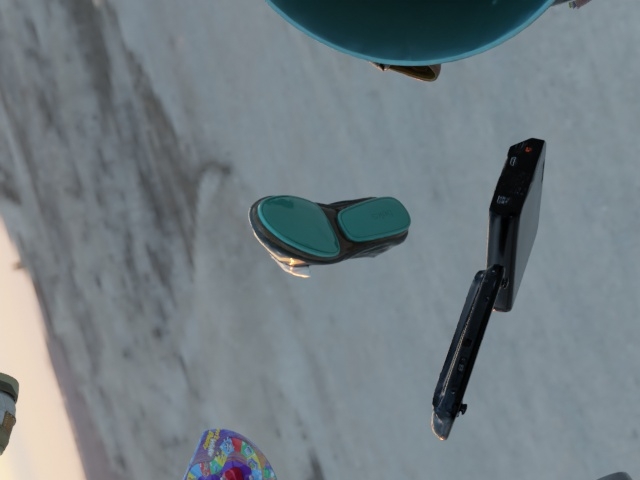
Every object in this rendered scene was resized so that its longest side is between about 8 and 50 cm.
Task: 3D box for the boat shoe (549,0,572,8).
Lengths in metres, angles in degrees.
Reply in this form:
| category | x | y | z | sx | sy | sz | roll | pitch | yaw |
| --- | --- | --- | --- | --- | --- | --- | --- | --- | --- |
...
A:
| category | x | y | z | sx | sy | sz | roll | pitch | yaw |
| --- | --- | --- | --- | --- | --- | --- | --- | --- | --- |
| boat shoe | 0.127 | -0.271 | 1.406 | 0.095 | 0.335 | 0.112 | 97 | 172 | -85 |

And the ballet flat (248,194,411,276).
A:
| category | x | y | z | sx | sy | sz | roll | pitch | yaw |
| --- | --- | --- | --- | --- | --- | --- | --- | --- | --- |
| ballet flat | 0.000 | 0.000 | 1.898 | 0.096 | 0.280 | 0.095 | -42 | 63 | 36 |

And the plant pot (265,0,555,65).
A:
| category | x | y | z | sx | sy | sz | roll | pitch | yaw |
| --- | --- | --- | --- | --- | --- | --- | --- | --- | --- |
| plant pot | 0.087 | -0.311 | 1.174 | 0.235 | 0.293 | 0.293 | -56 | -41 | -59 |

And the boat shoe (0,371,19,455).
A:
| category | x | y | z | sx | sy | sz | roll | pitch | yaw |
| --- | --- | --- | --- | --- | --- | --- | --- | --- | --- |
| boat shoe | -0.529 | 0.203 | 1.923 | 0.113 | 0.302 | 0.103 | 133 | 143 | -51 |

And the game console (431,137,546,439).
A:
| category | x | y | z | sx | sy | sz | roll | pitch | yaw |
| --- | --- | --- | --- | --- | --- | --- | --- | --- | --- |
| game console | 0.195 | 0.067 | 1.758 | 0.213 | 0.044 | 0.361 | 83 | -154 | -57 |

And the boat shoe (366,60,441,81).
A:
| category | x | y | z | sx | sy | sz | roll | pitch | yaw |
| --- | --- | --- | --- | --- | --- | --- | --- | --- | --- |
| boat shoe | 0.083 | -0.252 | 1.954 | 0.064 | 0.178 | 0.060 | -45 | 38 | 43 |

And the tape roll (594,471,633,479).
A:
| category | x | y | z | sx | sy | sz | roll | pitch | yaw |
| --- | --- | --- | --- | --- | --- | --- | --- | --- | --- |
| tape roll | 0.264 | 0.343 | 1.645 | 0.072 | 0.219 | 0.219 | 54 | 162 | 24 |

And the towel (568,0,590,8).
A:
| category | x | y | z | sx | sy | sz | roll | pitch | yaw |
| --- | --- | --- | --- | --- | --- | --- | --- | --- | --- |
| towel | 0.273 | -0.267 | 1.493 | 0.009 | 0.083 | 0.060 | 50 | 173 | 39 |

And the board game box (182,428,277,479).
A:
| category | x | y | z | sx | sy | sz | roll | pitch | yaw |
| --- | --- | --- | --- | --- | --- | --- | --- | --- | --- |
| board game box | -0.121 | 0.307 | 1.803 | 0.133 | 0.033 | 0.169 | 38 | 117 | 28 |
